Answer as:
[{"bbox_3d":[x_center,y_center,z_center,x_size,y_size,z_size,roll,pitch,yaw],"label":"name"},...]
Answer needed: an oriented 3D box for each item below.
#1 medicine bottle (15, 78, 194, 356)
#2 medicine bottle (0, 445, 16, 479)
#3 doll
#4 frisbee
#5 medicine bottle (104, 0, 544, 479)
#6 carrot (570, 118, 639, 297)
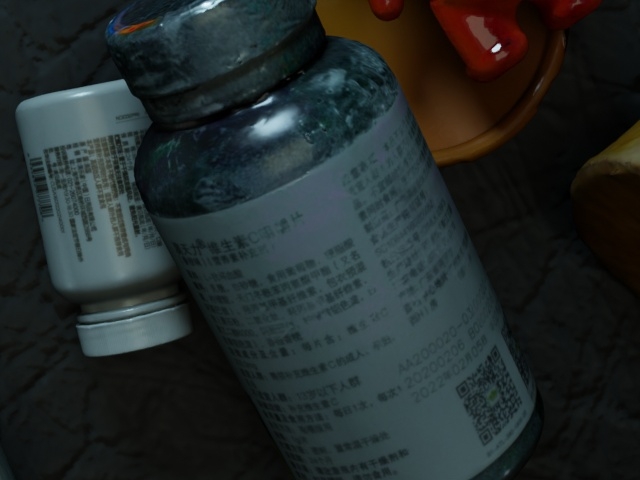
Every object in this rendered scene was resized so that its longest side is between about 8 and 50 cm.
[{"bbox_3d":[-0.111,-0.013,0.845,0.079,0.079,0.140,-13,96,-9],"label":"medicine bottle"},{"bbox_3d":[-0.351,0.147,0.789,0.375,0.123,0.282,-25,99,-6],"label":"medicine bottle"},{"bbox_3d":[0.054,-0.206,0.841,0.142,0.076,0.245,-37,97,-13],"label":"doll"},{"bbox_3d":[0.046,-0.131,0.887,0.192,0.035,0.192,1,85,-13],"label":"frisbee"},{"bbox_3d":[0.000,0.000,0.802,0.141,0.141,0.293,-29,112,-7],"label":"medicine bottle"},{"bbox_3d":[0.283,-0.070,0.872,0.196,0.196,0.254,41,76,-9],"label":"carrot"}]
